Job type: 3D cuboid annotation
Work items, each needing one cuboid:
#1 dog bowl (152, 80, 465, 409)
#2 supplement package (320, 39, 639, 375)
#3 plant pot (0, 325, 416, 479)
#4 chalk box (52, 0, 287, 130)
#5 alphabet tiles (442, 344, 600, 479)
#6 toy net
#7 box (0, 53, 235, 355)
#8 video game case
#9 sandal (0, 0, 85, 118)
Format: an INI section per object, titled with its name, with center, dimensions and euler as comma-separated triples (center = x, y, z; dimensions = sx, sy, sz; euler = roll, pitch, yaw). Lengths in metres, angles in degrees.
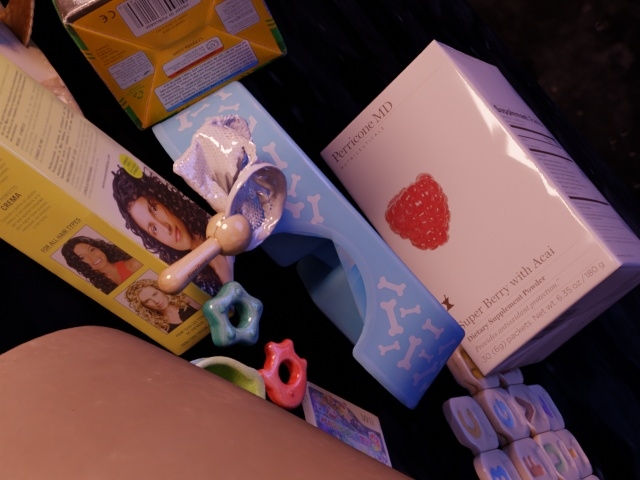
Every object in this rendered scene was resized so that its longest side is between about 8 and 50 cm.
[dog bowl]
center = 0.000, 0.000, 0.827
dimensions = 0.297, 0.074, 0.166
euler = 48, 2, -16
[supplement package]
center = 0.174, -0.033, 1.122
dimensions = 0.293, 0.177, 0.175
euler = 54, 23, 19
[plant pot]
center = -0.046, 0.153, 0.394
dimensions = 0.229, 0.263, 0.263
euler = 39, 16, 23
[chalk box]
center = -0.138, -0.218, 0.828
dimensions = 0.213, 0.132, 0.132
euler = 63, 2, 35
[alphabet tiles]
center = 0.220, 0.220, 1.067
dimensions = 0.278, 0.021, 0.284
euler = 8, 49, -59
[toy net]
center = -0.042, 0.031, 0.664
dimensions = 0.122, 0.045, 0.232
euler = 18, 68, -38
[box]
center = -0.153, -0.027, 0.668
dimensions = 0.232, 0.058, 0.087
euler = 38, 27, -30
[video game case]
center = 0.026, 0.167, 0.786
dimensions = 0.087, 0.011, 0.122
euler = 32, 29, -39
[sandal]
center = -0.214, -0.167, 0.728
dimensions = 0.240, 0.079, 0.088
euler = 54, 22, 5
